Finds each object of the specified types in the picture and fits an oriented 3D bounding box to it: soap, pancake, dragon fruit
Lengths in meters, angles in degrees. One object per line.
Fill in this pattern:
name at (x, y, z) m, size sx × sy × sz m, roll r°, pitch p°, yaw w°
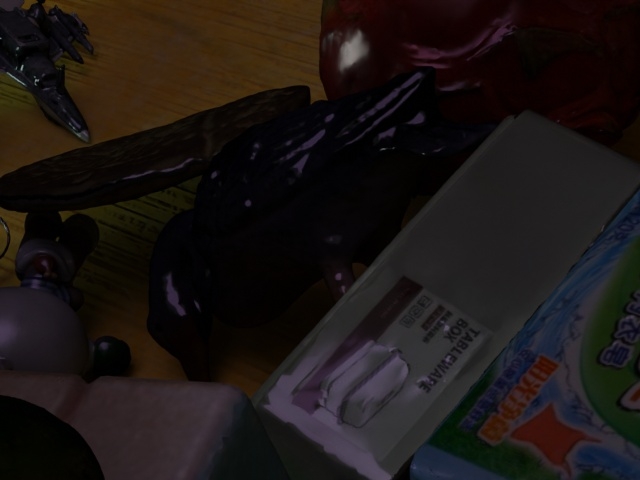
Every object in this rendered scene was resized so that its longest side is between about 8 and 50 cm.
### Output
soap at (0.167, 0.064, 0.779) m, size 0.156 × 0.077 × 0.293 m, roll 19°, pitch 56°, yaw 39°
pancake at (-0.121, -0.065, 1.262) m, size 0.250 × 0.031 × 0.250 m, roll -17°, pitch 11°, yaw 4°
dragon fruit at (0.113, -0.141, 1.184) m, size 0.241 × 0.241 × 0.252 m, roll 18°, pitch 86°, yaw 37°

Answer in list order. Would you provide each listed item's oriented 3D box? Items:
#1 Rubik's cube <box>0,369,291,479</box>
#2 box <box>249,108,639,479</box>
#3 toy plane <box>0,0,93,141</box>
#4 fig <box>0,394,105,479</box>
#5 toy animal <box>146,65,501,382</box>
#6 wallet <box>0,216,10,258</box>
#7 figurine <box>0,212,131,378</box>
Rubik's cube at (-0.170, 0.269, 0.795) m, size 0.319 × 0.321 × 0.316 m, roll 2°, pitch 45°, yaw 26°
box at (0.099, 0.088, 0.950) m, size 0.166 × 0.220 × 0.290 m, roll 34°, pitch 64°, yaw 20°
toy plane at (-0.253, -0.161, 1.479) m, size 0.160 × 0.082 × 0.234 m, roll -15°, pitch 33°, yaw -33°
fig at (-0.166, 0.108, 0.656) m, size 0.178 × 0.117 × 0.117 m, roll 1°, pitch 45°, yaw 39°
toy animal at (0.000, 0.000, 1.096) m, size 0.122 × 0.298 × 0.185 m, roll -1°, pitch 51°, yaw -43°
wallet at (-0.352, 0.047, 1.171) m, size 0.068 × 0.275 × 0.335 m, roll 30°, pitch 67°, yaw 18°
figurine at (-0.201, 0.059, 1.212) m, size 0.147 × 0.093 × 0.197 m, roll 11°, pitch 32°, yaw 1°
